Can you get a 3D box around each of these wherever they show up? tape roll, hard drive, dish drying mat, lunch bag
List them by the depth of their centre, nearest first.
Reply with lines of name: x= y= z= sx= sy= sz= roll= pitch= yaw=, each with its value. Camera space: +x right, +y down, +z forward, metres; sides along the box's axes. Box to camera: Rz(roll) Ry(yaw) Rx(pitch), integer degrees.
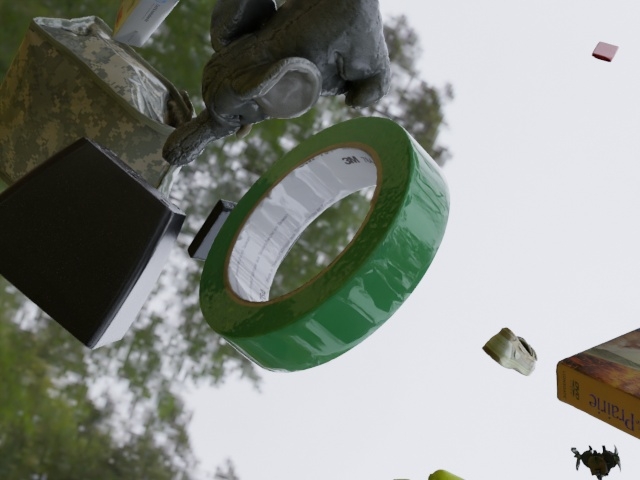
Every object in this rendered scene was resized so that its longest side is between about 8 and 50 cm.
tape roll: x=0.000 y=0.000 z=1.420 sx=0.321 sy=0.077 sz=0.321 roll=-32 pitch=-147 yaw=24
hard drive: x=-0.099 y=-0.003 z=1.637 sx=0.094 sy=0.135 sz=0.022 roll=-55 pitch=-139 yaw=27
lunch bag: x=-0.311 y=-0.142 z=1.707 sx=0.287 sy=0.169 sz=0.235 roll=42 pitch=-63 yaw=16
dish drying mat: x=0.423 y=-0.280 z=1.807 sx=0.083 sy=0.032 sz=0.008 roll=-47 pitch=152 yaw=-61

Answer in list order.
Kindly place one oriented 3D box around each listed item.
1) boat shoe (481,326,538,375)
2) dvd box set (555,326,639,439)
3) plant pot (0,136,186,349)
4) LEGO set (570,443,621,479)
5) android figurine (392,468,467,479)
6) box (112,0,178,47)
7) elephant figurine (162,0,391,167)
boat shoe: x=0.271 y=0.150 z=1.683 sx=0.056 sy=0.153 sz=0.048 roll=42 pitch=-80 yaw=31
dvd box set: x=0.530 y=0.185 z=1.428 sx=0.420 sy=0.307 sz=0.062 roll=25 pitch=-53 yaw=57
plant pot: x=-0.252 y=-0.007 z=1.338 sx=0.167 sy=0.188 sz=0.187 roll=-49 pitch=179 yaw=0
LEGO set: x=0.290 y=0.231 z=1.223 sx=0.054 sy=0.083 sz=0.023 roll=-44 pitch=174 yaw=31
android figurine: x=0.161 y=0.476 z=1.906 sx=0.056 sy=0.273 sz=0.248 roll=-76 pitch=-169 yaw=-78
box: x=-0.173 y=-0.320 z=1.306 sx=0.145 sy=0.038 sz=0.186 roll=-27 pitch=-129 yaw=62
elephant figurine: x=-0.053 y=-0.185 z=1.298 sx=0.169 sy=0.239 sz=0.186 roll=25 pitch=-48 yaw=59
